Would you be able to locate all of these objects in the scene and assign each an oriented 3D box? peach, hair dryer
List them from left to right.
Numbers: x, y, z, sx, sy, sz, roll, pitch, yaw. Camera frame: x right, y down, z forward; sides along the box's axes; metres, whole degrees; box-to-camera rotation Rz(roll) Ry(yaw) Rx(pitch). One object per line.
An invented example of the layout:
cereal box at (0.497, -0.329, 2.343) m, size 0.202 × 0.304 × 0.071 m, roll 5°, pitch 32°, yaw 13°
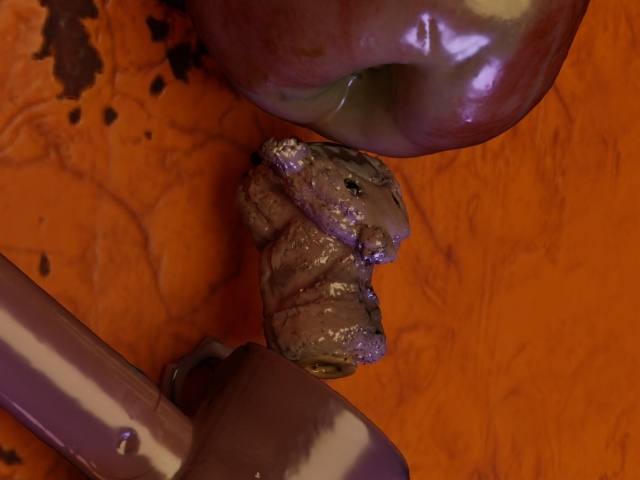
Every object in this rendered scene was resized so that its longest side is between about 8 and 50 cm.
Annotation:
hair dryer at (-0.138, 0.097, 0.773) m, size 0.352 × 0.125 × 0.210 m, roll 44°, pitch 74°, yaw -19°
peach at (0.048, -0.180, 0.829) m, size 0.232 × 0.232 × 0.257 m, roll 27°, pitch 66°, yaw -37°

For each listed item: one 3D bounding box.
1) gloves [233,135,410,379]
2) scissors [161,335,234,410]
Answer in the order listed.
gloves at (0.004, 0.006, 0.866) m, size 0.110 × 0.094 × 0.144 m, roll -4°, pitch 84°, yaw -64°
scissors at (-0.068, 0.153, 0.887) m, size 0.100 × 0.015 × 0.189 m, roll 20°, pitch 82°, yaw -36°
